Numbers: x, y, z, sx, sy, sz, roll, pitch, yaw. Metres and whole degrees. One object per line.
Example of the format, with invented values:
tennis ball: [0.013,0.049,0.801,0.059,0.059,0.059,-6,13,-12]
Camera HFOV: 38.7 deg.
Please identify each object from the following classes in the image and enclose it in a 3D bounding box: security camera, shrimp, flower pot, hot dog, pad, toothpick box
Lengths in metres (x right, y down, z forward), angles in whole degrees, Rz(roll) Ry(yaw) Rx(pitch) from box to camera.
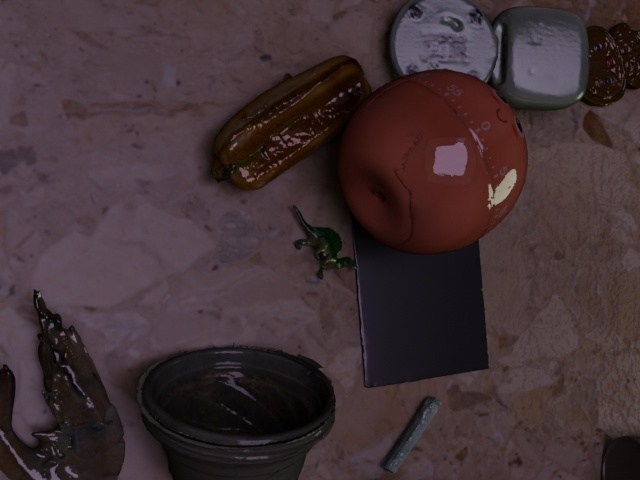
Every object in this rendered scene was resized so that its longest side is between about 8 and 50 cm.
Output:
security camera: [0.236,-0.263,1.290,0.301,0.080,0.157,2,89,-13]
shrimp: [-0.319,0.190,1.044,0.145,0.059,0.254,-26,102,-12]
flower pot: [-0.099,0.229,1.066,0.235,0.235,0.140,-3,114,-23]
hot dog: [-0.043,-0.152,1.169,0.250,0.076,0.104,-37,121,-16]
pad: [0.139,0.044,1.269,0.202,0.005,0.300,-5,90,-22]
toothpick box: [0.527,0.351,1.362,0.180,0.111,0.111,9,84,-21]

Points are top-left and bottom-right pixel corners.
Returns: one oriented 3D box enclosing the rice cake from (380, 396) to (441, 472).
rice cake: [0.124,0.264,1.243,0.021,0.022,0.121,45,73,-23]

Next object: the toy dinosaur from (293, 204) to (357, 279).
toy dinosaur: [0.000,0.001,1.207,0.060,0.029,0.120,-39,97,-36]

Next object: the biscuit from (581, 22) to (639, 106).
biscuit: [0.449,-0.276,1.403,0.175,0.026,0.124,-23,97,-22]

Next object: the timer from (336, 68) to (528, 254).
timer: [0.142,-0.100,1.151,0.215,0.229,0.230,-35,101,-30]
